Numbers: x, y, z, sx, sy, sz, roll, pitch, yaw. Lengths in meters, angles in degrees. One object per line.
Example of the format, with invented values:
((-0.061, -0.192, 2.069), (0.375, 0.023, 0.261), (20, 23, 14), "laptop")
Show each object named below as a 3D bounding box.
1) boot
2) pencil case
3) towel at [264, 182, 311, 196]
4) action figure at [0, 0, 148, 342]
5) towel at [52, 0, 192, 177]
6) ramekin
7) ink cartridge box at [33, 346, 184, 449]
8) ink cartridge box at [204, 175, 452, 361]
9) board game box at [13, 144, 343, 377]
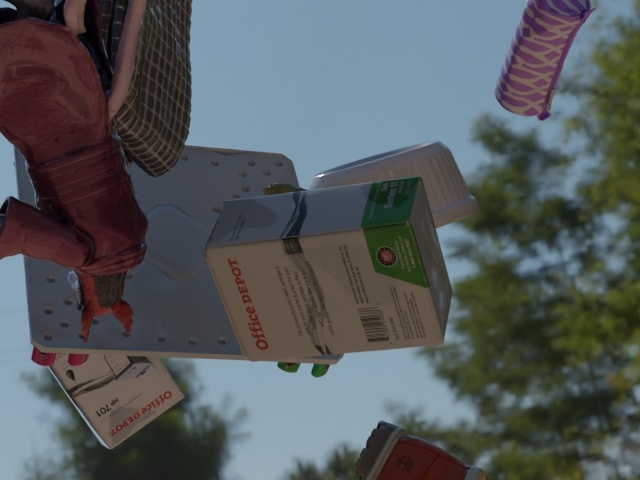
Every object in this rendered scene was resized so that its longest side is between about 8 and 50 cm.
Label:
((0.046, 0.191, 0.979), (0.085, 0.158, 0.059), (20, -32, 14), "boot")
((0.294, -0.251, 2.101), (0.086, 0.088, 0.206), (-28, -29, -29), "pencil case")
((0.000, 0.000, 1.708), (0.148, 0.110, 0.027), (13, 11, 21), "towel")
((-0.226, -0.083, 1.536), (0.276, 0.370, 0.248), (-9, 14, 30), "action figure")
((-0.216, -0.235, 1.763), (0.121, 0.283, 0.235), (2, -13, 13), "towel")
((0.105, -0.072, 2.510), (0.273, 0.127, 0.273), (-15, 5, 1), "ramekin")
((-0.313, 0.191, 2.338), (0.140, 0.190, 0.082), (-36, 8, -15), "ink cartridge box")
((0.010, 0.030, 1.554), (0.208, 0.087, 0.153), (-6, -55, 17), "ink cartridge box")
((-0.194, 0.017, 2.045), (0.390, 0.390, 0.050), (4, -47, -19), "board game box")
